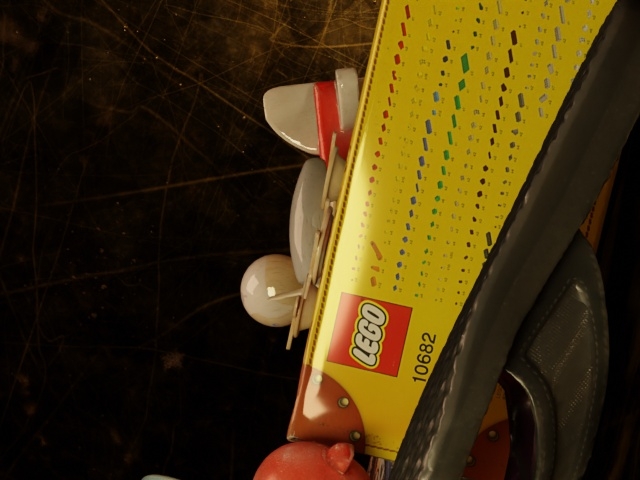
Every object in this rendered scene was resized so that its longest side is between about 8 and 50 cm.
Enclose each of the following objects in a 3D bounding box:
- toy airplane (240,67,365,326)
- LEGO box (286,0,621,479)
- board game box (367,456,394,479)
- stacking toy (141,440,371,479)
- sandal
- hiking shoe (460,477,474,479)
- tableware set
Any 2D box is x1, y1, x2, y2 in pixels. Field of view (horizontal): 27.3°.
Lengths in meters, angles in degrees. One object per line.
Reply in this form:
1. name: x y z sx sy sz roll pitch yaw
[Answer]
1. toy airplane: 0.020 -0.007 1.549 0.386 0.272 0.384 63 180 -42
2. LEGO box: 0.131 -0.096 1.097 0.372 0.193 0.500 -57 -21 -82
3. board game box: 0.066 0.258 1.203 0.243 0.042 0.165 -83 4 -61
4. stacking toy: -0.006 0.264 1.027 0.309 0.279 0.130 -18 40 57
5. sandal: 0.137 0.066 0.816 0.167 0.107 0.446 16 -80 -86
6. hiking shoe: 0.128 0.210 1.294 0.227 0.086 0.114 -66 -8 -78
7. tableware set: 0.000 0.000 1.102 0.169 0.020 0.141 -75 -4 -46
